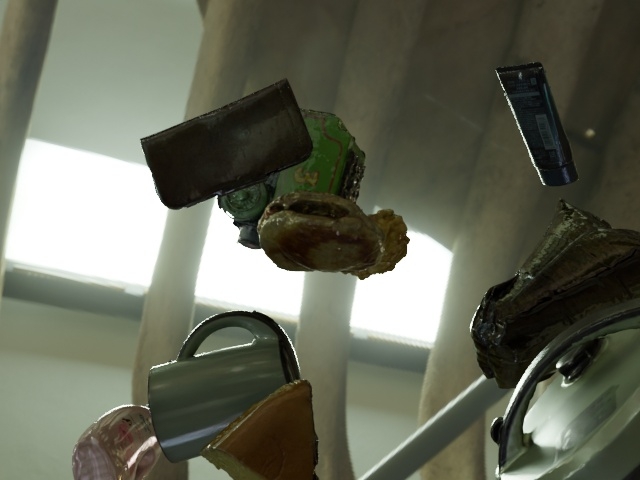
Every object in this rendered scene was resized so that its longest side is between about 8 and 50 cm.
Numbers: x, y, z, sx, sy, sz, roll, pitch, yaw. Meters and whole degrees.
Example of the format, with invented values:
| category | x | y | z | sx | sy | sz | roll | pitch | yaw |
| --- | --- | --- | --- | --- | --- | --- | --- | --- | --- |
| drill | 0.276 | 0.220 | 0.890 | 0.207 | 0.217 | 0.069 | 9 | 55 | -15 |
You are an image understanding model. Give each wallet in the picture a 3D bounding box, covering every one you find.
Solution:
| category | x | y | z | sx | sy | sz | roll | pitch | yaw |
| --- | --- | --- | --- | --- | --- | --- | --- | --- | --- |
| wallet | -0.144 | -0.140 | 1.210 | 0.031 | 0.255 | 0.137 | 1 | -112 | -83 |

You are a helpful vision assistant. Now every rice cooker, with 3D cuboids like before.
| category | x | y | z | sx | sy | sz | roll | pitch | yaw |
| --- | --- | --- | --- | --- | --- | --- | --- | --- | --- |
| rice cooker | 0.260 | 0.161 | 0.575 | 0.244 | 0.226 | 0.226 | 43 | -139 | 9 |

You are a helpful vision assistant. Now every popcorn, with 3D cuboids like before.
| category | x | y | z | sx | sy | sz | roll | pitch | yaw |
| --- | --- | --- | --- | --- | --- | --- | --- | --- | --- |
| popcorn | 0.123 | 0.020 | 1.906 | 0.194 | 0.163 | 0.140 | -32 | -115 | -20 |

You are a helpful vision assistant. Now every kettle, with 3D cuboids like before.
| category | x | y | z | sx | sy | sz | roll | pitch | yaw |
| --- | --- | --- | --- | --- | --- | --- | --- | --- | --- |
| kettle | -0.152 | 0.230 | 1.299 | 0.236 | 0.161 | 0.221 | -15 | -103 | 2 |

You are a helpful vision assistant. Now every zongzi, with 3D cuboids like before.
| category | x | y | z | sx | sy | sz | roll | pitch | yaw |
| --- | --- | --- | --- | --- | --- | --- | --- | --- | --- |
| zongzi | 0.310 | 0.051 | 1.109 | 0.286 | 0.138 | 0.300 | -23 | -147 | -3 |

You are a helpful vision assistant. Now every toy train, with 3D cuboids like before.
| category | x | y | z | sx | sy | sz | roll | pitch | yaw |
| --- | --- | --- | --- | --- | --- | --- | --- | --- | --- |
| toy train | -0.049 | -0.120 | 1.557 | 0.248 | 0.173 | 0.307 | 12 | -99 | 19 |

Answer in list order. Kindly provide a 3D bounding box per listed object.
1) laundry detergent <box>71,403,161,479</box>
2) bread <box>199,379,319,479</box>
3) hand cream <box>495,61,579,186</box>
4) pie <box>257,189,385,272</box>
| category | x | y | z | sx | sy | sz | roll | pitch | yaw |
| --- | --- | --- | --- | --- | --- | --- | --- | --- | --- |
| laundry detergent | -0.371 | 0.398 | 1.541 | 0.335 | 0.087 | 0.159 | -22 | -80 | -80 |
| bread | -0.050 | 0.296 | 1.080 | 0.169 | 0.140 | 0.160 | -36 | -92 | -31 |
| hand cream | 0.446 | -0.236 | 1.605 | 0.061 | 0.120 | 0.271 | -39 | -66 | -23 |
| pie | 0.000 | 0.000 | 1.255 | 0.205 | 0.179 | 0.084 | 2 | -126 | 21 |
